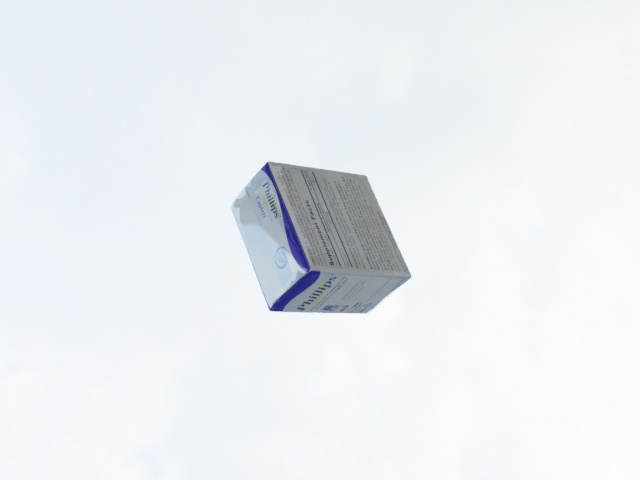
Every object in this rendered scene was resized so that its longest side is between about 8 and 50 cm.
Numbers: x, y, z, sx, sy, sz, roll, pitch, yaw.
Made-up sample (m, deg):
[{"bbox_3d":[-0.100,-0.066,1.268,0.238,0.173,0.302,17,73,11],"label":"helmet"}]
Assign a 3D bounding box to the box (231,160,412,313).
[{"bbox_3d":[0.000,0.000,1.092,0.137,0.072,0.126,6,-128,-42],"label":"box"}]
